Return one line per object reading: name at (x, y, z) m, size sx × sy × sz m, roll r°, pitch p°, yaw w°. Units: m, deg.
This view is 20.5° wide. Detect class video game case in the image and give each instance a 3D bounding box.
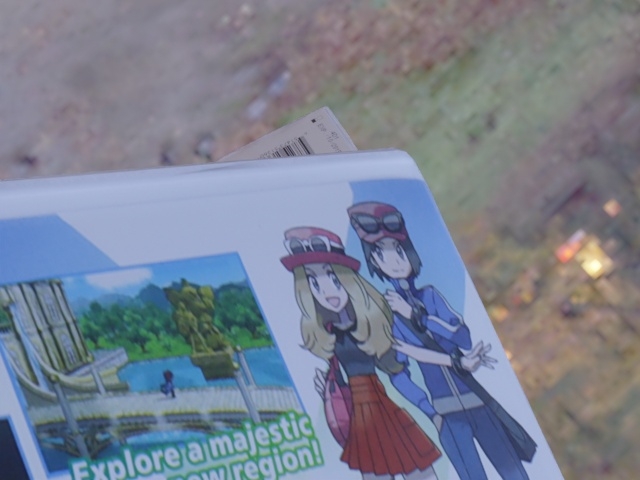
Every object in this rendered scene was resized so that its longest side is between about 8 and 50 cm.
video game case at (-0.046, 0.128, 0.290) m, size 0.329 × 0.300 × 0.036 m, roll -7°, pitch 157°, yaw -43°

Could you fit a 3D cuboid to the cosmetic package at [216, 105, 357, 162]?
cosmetic package at (0.000, 0.000, 0.816) m, size 0.060 × 0.041 × 0.115 m, roll -28°, pitch 137°, yaw -3°
